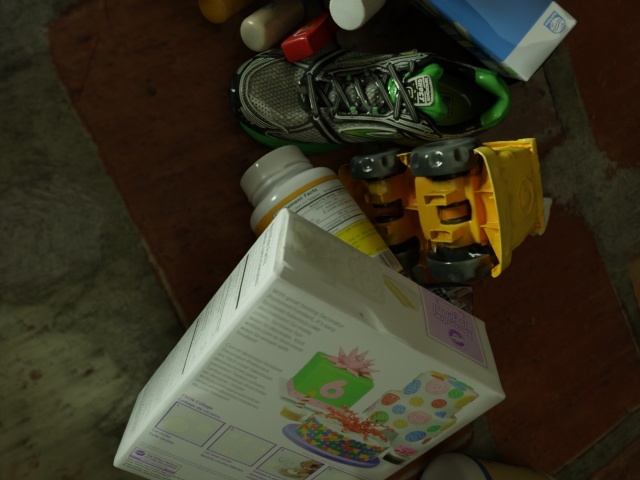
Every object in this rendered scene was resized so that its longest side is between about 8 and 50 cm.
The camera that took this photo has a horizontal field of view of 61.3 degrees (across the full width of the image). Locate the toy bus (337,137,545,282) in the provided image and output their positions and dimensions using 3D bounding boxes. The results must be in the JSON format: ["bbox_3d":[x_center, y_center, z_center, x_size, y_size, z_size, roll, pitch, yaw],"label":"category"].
[{"bbox_3d":[0.162,-0.059,0.662,0.211,0.220,0.149,-27,110,-38],"label":"toy bus"}]

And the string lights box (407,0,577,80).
[{"bbox_3d":[0.134,-0.287,0.583,0.260,0.133,0.077,35,108,-9],"label":"string lights box"}]

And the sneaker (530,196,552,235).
[{"bbox_3d":[0.264,-0.033,0.762,0.152,0.054,0.061,0,94,-20],"label":"sneaker"}]

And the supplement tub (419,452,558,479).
[{"bbox_3d":[0.242,0.371,0.717,0.200,0.144,0.144,18,86,-19],"label":"supplement tub"}]

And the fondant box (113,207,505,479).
[{"bbox_3d":[-0.026,0.157,0.544,0.238,0.096,0.330,30,124,-18],"label":"fondant box"}]

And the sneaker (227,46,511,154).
[{"bbox_3d":[0.063,-0.178,0.637,0.344,0.146,0.134,-5,93,-16],"label":"sneaker"}]

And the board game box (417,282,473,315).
[{"bbox_3d":[0.086,0.142,0.709,0.243,0.042,0.165,0,91,-19],"label":"board game box"}]

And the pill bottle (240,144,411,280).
[{"bbox_3d":[0.000,0.000,0.615,0.117,0.117,0.215,-31,79,-16],"label":"pill bottle"}]

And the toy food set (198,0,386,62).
[{"bbox_3d":[-0.010,-0.267,0.570,0.104,0.232,0.111,-52,123,-36],"label":"toy food set"}]

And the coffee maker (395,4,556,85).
[{"bbox_3d":[0.215,-0.291,0.718,0.178,0.120,0.171,42,105,-15],"label":"coffee maker"}]
